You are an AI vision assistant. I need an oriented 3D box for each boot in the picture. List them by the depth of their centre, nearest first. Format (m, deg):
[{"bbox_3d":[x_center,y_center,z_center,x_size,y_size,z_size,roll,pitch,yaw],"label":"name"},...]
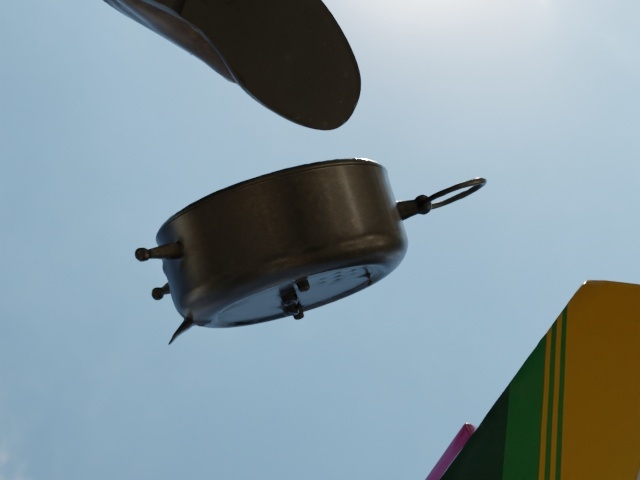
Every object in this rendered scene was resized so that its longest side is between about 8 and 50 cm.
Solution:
[{"bbox_3d":[-0.093,-0.202,1.347,0.305,0.115,0.112,34,-105,-28],"label":"boot"}]

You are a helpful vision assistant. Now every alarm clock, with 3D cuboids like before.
[{"bbox_3d":[0.000,0.000,0.802,0.192,0.129,0.064,-19,-102,-5],"label":"alarm clock"}]

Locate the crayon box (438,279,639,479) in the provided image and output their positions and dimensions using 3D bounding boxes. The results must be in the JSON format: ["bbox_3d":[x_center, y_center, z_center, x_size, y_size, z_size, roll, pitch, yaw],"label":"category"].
[{"bbox_3d":[0.171,0.106,0.458,0.165,0.278,0.081,-48,-52,-33],"label":"crayon box"}]

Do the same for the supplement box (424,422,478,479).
[{"bbox_3d":[0.167,0.235,1.017,0.220,0.111,0.114,30,-169,-15],"label":"supplement box"}]
